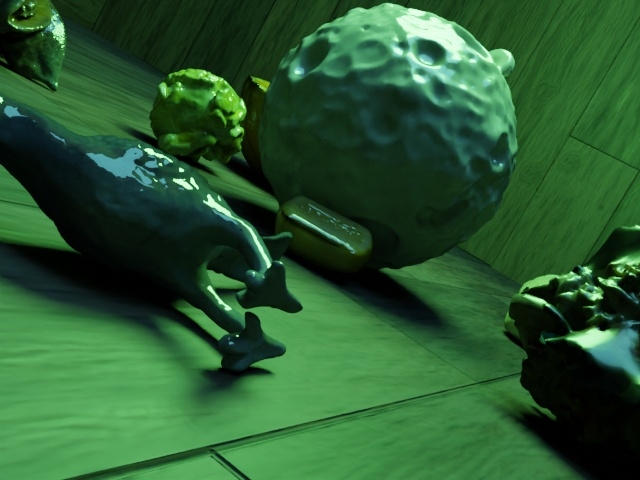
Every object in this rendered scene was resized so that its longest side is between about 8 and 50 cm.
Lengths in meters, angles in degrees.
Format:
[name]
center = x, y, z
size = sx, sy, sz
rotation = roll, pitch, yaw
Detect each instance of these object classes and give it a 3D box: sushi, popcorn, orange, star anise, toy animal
[sushi]
center = 0.301, 0.126, 0.793
size = 0.238, 0.219, 0.225
rotation = -2, -57, 49
[popcorn]
center = -0.178, -0.182, 1.224
size = 0.162, 0.141, 0.135
rotation = -30, 53, -35
[orange]
center = -0.025, -0.199, 1.510
size = 0.274, 0.274, 0.310
rotation = 25, 43, -30
[star anise]
center = -0.433, -0.344, 1.176
size = 0.108, 0.315, 0.315
rotation = -20, 30, -20
[toy animal]
center = -0.083, -0.001, 0.529
size = 0.206, 0.081, 0.367
rotation = 38, 7, 41

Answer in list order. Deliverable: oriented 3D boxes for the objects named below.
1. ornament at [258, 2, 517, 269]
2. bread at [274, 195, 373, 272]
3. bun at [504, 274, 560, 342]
[ornament]
center = 0.083, -0.122, 1.085
size = 0.337, 0.337, 0.337
rotation = 29, 7, -4
[bread]
center = 0.000, 0.000, 0.950
size = 0.115, 0.056, 0.082
rotation = 26, 29, -2
[bun]
center = 0.387, 0.131, 1.295
size = 0.193, 0.128, 0.178
rotation = 34, 7, 19
